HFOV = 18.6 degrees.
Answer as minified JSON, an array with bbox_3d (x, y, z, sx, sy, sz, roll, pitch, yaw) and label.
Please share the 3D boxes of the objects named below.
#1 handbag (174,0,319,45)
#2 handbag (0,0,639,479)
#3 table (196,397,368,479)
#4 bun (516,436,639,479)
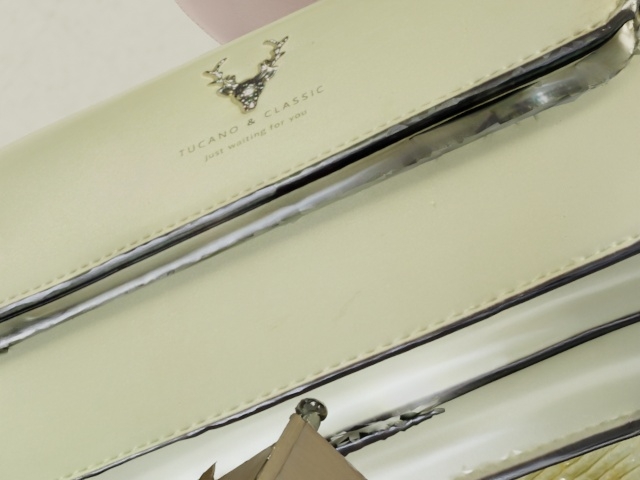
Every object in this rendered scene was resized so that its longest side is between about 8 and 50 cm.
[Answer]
[{"bbox_3d":[0.002,-0.196,1.319,0.205,0.179,0.116,17,65,20],"label":"handbag"},{"bbox_3d":[0.000,0.000,0.898,0.160,0.358,0.237,54,17,-46],"label":"handbag"},{"bbox_3d":[-0.008,0.105,0.598,0.083,0.070,0.082,44,37,-12],"label":"table"},{"bbox_3d":[0.230,0.220,1.415,0.153,0.244,0.244,8,57,-37],"label":"bun"}]
